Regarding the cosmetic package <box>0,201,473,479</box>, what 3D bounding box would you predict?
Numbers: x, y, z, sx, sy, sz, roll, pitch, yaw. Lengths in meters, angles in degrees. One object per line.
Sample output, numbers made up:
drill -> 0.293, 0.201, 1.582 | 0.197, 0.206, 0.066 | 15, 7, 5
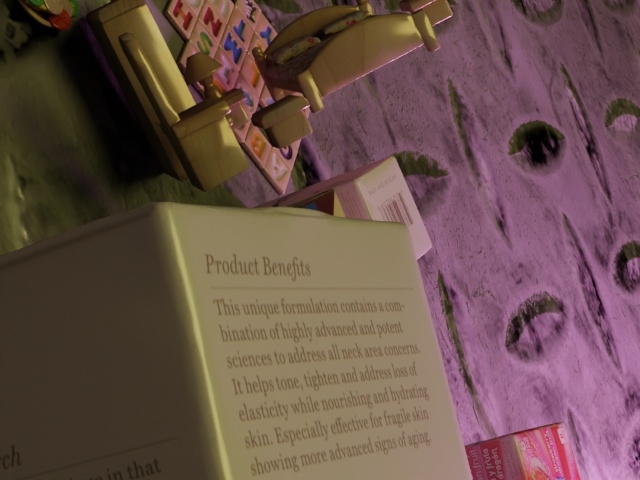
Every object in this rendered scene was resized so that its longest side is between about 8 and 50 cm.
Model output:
cosmetic package -> -0.098, 0.208, 1.048 | 0.329, 0.327, 0.393 | 5, 69, -59

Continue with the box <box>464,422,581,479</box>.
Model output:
box -> 0.229, 0.372, 1.693 | 0.154, 0.142, 0.300 | 0, 72, -60

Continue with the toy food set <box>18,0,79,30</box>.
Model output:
toy food set -> -0.253, -0.233, 1.370 | 0.083, 0.020, 0.082 | 19, 57, -55

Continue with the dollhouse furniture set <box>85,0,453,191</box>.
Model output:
dollhouse furniture set -> -0.019, -0.214, 1.402 | 0.174, 0.355, 0.303 | 63, -9, -14

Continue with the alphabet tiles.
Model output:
alphabet tiles -> -0.087, -0.196, 1.644 | 0.237, 0.009, 0.198 | 52, 34, -30

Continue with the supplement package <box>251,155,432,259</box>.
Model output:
supplement package -> 0.000, 0.000, 1.493 | 0.105, 0.179, 0.105 | -36, 105, -60

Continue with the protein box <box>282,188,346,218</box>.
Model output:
protein box -> -0.061, 0.089, 1.310 | 0.136, 0.201, 0.199 | -28, 97, -61
